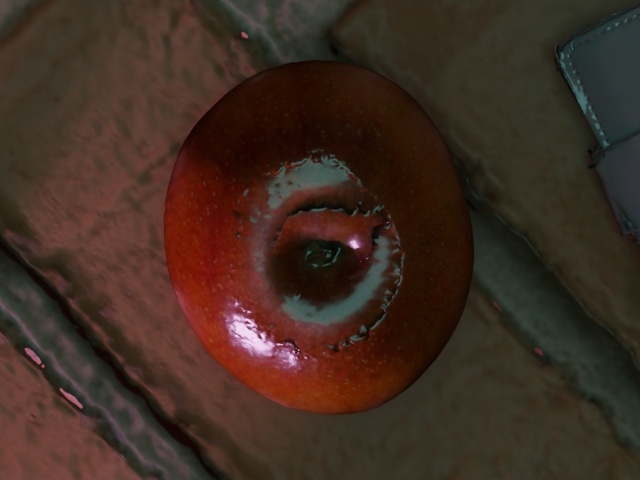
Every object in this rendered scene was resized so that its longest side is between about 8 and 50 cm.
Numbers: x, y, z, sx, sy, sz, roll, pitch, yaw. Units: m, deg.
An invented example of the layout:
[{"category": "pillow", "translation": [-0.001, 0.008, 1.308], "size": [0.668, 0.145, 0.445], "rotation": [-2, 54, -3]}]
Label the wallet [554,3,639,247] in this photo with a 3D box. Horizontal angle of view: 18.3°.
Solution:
[{"category": "wallet", "translation": [0.273, -0.064, 1.376], "size": [0.170, 0.069, 0.231], "rotation": [-26, 89, 18]}]

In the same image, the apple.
[{"category": "apple", "translation": [0.000, 0.000, 1.323], "size": [0.210, 0.173, 0.235], "rotation": [-30, 93, 1]}]
